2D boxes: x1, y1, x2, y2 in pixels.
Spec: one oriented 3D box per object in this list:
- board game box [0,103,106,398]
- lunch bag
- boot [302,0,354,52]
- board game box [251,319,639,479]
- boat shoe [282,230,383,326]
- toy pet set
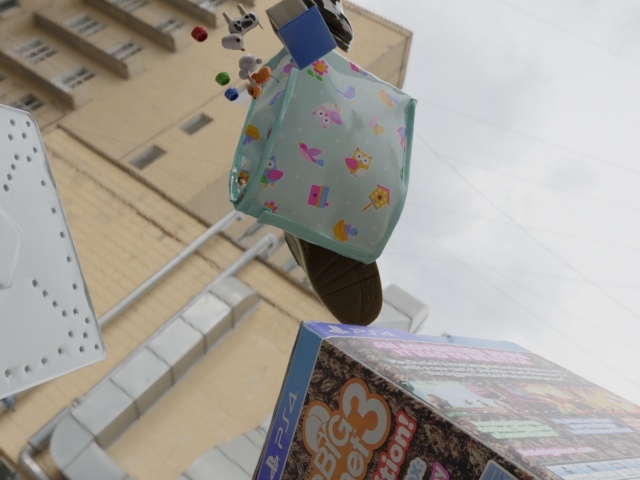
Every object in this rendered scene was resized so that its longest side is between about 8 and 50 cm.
[{"bbox_3d":[-0.433,0.002,0.884,0.390,0.050,0.389,-5,77,-80],"label":"board game box"},{"bbox_3d":[0.002,-0.113,0.979,0.224,0.262,0.160,24,-27,-26],"label":"lunch bag"},{"bbox_3d":[0.007,-0.319,0.828,0.106,0.082,0.219,-41,-123,20],"label":"boot"},{"bbox_3d":[0.137,0.173,0.426,0.291,0.232,0.141,26,-78,51],"label":"board game box"},{"bbox_3d":[0.000,0.000,1.122,0.302,0.109,0.098,59,-9,2],"label":"boat shoe"},{"bbox_3d":[-0.046,-0.174,0.686,0.065,0.114,0.122,57,-1,20],"label":"toy pet set"}]
